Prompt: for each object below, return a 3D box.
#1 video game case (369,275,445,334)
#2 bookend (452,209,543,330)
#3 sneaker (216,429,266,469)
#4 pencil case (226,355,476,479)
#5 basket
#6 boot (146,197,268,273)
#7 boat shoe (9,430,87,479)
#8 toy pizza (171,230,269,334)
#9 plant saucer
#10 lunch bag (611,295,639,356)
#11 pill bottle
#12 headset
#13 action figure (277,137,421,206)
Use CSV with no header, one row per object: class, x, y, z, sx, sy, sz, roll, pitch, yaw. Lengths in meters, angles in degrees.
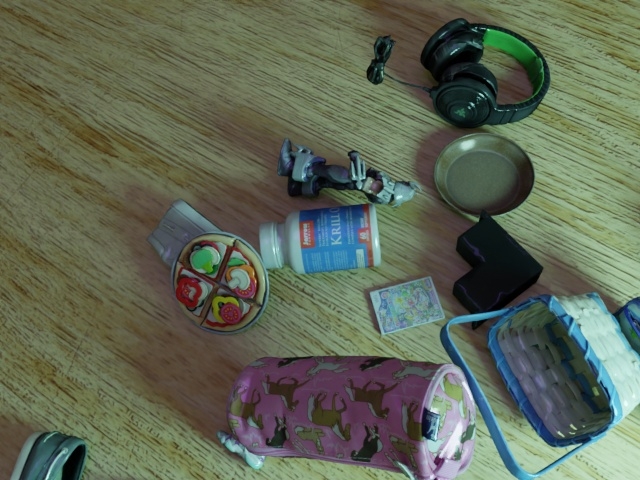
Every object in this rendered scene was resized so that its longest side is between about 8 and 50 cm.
video game case,0.163,0.123,1.145,0.122,0.011,0.087,-15,64,0
bookend,0.296,0.054,1.127,0.157,0.072,0.156,-36,65,-9
sneaker,-0.128,0.346,1.064,0.098,0.038,0.069,34,71,10
pencil case,0.036,0.266,0.939,0.387,0.167,0.159,-5,102,36
basket,0.356,0.215,0.957,0.289,0.201,0.254,-7,60,-29
boot,-0.229,0.032,1.205,0.258,0.095,0.123,36,87,23
boat shoe,-0.468,0.478,1.000,0.099,0.116,0.319,-2,60,10
toy pizza,-0.194,0.082,1.139,0.202,0.032,0.201,3,100,16
plant saucer,0.330,-0.128,1.229,0.199,0.036,0.198,-3,65,6
lunch bag,0.561,0.193,0.971,0.090,0.176,0.218,-20,65,-4
pill bottle,0.000,0.000,1.161,0.222,0.124,0.124,-7,64,4
headset,0.293,-0.366,1.264,0.395,0.185,0.243,-5,63,-8
action figure,0.059,-0.123,1.191,0.285,0.185,0.099,12,79,21
